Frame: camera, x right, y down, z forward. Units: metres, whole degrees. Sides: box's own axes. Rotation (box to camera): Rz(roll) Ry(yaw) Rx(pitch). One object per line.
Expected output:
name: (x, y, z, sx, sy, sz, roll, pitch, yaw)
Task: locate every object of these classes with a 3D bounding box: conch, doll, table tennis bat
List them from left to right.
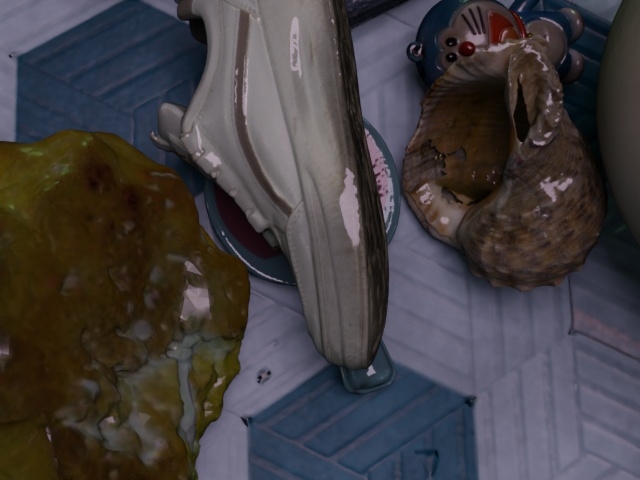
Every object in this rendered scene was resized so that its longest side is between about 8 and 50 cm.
table tennis bat: (0.000, 0.000, 0.775, 0.153, 0.040, 0.244, -17, 77, -10)
doll: (0.138, -0.153, 0.803, 0.152, 0.085, 0.114, -4, 97, -20)
conch: (0.134, -0.053, 0.750, 0.155, 0.207, 0.130, -1, 38, 13)

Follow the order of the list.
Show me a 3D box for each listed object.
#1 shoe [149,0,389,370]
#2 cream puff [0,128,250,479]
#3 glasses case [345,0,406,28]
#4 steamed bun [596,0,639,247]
shoe: (-0.044, -0.061, 0.715, 0.159, 0.124, 0.316, -7, 78, 9)
cream puff: (-0.175, 0.071, 0.668, 0.282, 0.185, 0.282, 22, 62, -49)
glasses case: (0.060, -0.252, 0.819, 0.282, 0.067, 0.109, -29, 91, -14)
steamed bun: (0.369, -0.069, 0.731, 0.374, 0.241, 0.374, 6, 61, -11)
